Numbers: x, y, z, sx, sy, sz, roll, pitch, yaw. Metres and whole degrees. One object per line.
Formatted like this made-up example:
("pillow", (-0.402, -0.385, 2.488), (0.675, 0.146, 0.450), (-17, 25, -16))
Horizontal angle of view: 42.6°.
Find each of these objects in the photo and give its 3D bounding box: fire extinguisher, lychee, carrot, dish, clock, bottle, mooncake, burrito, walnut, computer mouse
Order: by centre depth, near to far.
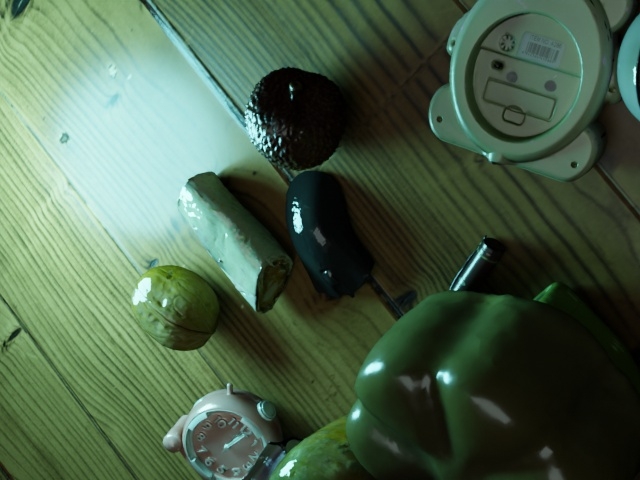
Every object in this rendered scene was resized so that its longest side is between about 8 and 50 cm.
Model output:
("dish", (0.493, -0.251, 1.157), (0.086, 0.228, 0.236), (31, 106, 57))
("clock", (0.329, -0.267, 1.266), (0.284, 0.114, 0.309), (24, 116, 24))
("mooncake", (0.277, 0.311, 1.333), (0.467, 0.262, 0.467), (27, 137, 28))
("bottle", (0.448, 0.194, 1.359), (0.260, 0.112, 0.112), (47, 125, 8))
("fire extinguisher", (0.271, 0.065, 1.462), (0.064, 0.043, 0.158), (58, 131, 38))
("lychee", (-0.042, -0.216, 1.469), (0.194, 0.194, 0.194), (11, 113, 28))
("carrot", (0.058, 0.445, 1.555), (0.224, 0.341, 0.224), (13, 114, 32))
("computer mouse", (0.000, 0.000, 1.581), (0.147, 0.088, 0.264), (-24, 97, 38))
("burrito", (-0.169, 0.001, 1.671), (0.299, 0.105, 0.143), (50, 135, 5))
("walnut", (-0.310, 0.145, 1.773), (0.207, 0.167, 0.167), (35, 122, 18))
("clock", (-0.188, 0.430, 1.826), (0.227, 0.142, 0.241), (46, 115, -3))

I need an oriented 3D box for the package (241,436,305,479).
("package", (-0.045, 0.519, 1.756), (0.251, 0.062, 0.204), (24, 119, -18))
